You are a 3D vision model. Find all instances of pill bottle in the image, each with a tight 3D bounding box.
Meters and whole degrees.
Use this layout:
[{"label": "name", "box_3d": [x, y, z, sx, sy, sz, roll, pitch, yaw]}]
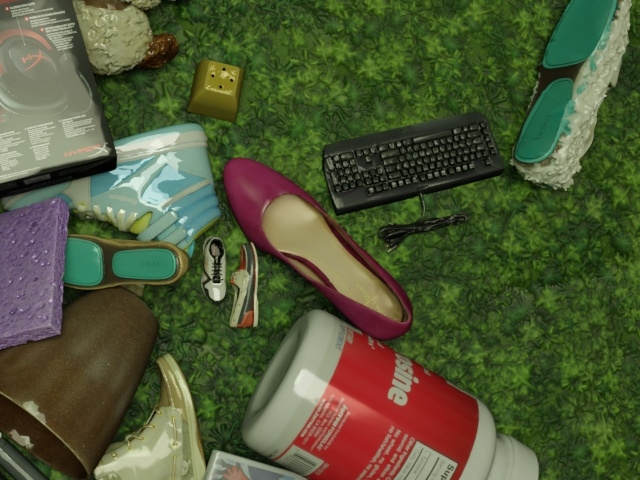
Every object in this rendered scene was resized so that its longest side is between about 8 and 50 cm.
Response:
[{"label": "pill bottle", "box_3d": [0.108, 0.292, 1.299, 0.408, 0.229, 0.229, 30, 75, -8]}]

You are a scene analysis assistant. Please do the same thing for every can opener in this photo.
[{"label": "can opener", "box_3d": [-0.459, 0.317, 1.221, 0.283, 0.095, 0.076, 44, 75, -3]}]

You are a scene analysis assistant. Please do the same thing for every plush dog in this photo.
[{"label": "plush dog", "box_3d": [-0.320, -0.364, 1.324, 0.263, 0.210, 0.225, 2, 98, -14]}]

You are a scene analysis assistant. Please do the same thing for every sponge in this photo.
[{"label": "sponge", "box_3d": [-0.406, 0.044, 1.193, 0.117, 0.031, 0.210, -16, 55, 14]}]

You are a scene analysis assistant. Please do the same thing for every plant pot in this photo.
[{"label": "plant pot", "box_3d": [-0.338, 0.180, 1.233, 0.215, 0.215, 0.230, 41, 58, -5]}, {"label": "plant pot", "box_3d": [-0.162, -0.246, 1.391, 0.081, 0.083, 0.081, 12, 79, -12]}]

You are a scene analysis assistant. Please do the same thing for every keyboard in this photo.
[{"label": "keyboard", "box_3d": [0.168, -0.099, 1.479, 0.317, 0.033, 0.201, -15, 85, -15]}]

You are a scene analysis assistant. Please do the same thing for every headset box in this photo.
[{"label": "headset box", "box_3d": [-0.419, -0.216, 1.174, 0.218, 0.110, 0.293, -17, 88, -15]}]

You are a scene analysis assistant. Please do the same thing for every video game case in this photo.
[{"label": "video game case", "box_3d": [-0.099, 0.426, 1.302, 0.201, 0.023, 0.183, 24, 76, -27]}]

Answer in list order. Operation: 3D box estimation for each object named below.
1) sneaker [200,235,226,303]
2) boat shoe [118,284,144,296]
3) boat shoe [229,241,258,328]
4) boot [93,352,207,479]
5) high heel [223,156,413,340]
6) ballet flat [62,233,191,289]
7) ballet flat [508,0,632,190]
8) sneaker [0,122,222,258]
[{"label": "sneaker", "box_3d": [-0.167, 0.045, 1.366, 0.040, 0.044, 0.109, -5, 84, -17]}, {"label": "boat shoe", "box_3d": [-0.341, 0.052, 1.316, 0.153, 0.056, 0.048, 10, 74, -20]}, {"label": "boat shoe", "box_3d": [-0.121, 0.070, 1.372, 0.043, 0.049, 0.136, 1, 86, -12]}, {"label": "boot", "box_3d": [-0.264, 0.285, 1.284, 0.165, 0.077, 0.213, -12, 92, -16]}, {"label": "high heel", "box_3d": [0.000, 0.000, 1.342, 0.377, 0.181, 0.127, 43, 74, -4]}, {"label": "ballet flat", "box_3d": [-0.297, 0.033, 1.257, 0.232, 0.073, 0.080, 5, 94, 12]}, {"label": "ballet flat", "box_3d": [0.453, -0.268, 1.544, 0.147, 0.147, 0.408, 27, 79, -9]}, {"label": "sneaker", "box_3d": [-0.296, -0.038, 1.306, 0.319, 0.127, 0.208, -19, 90, -11]}]
